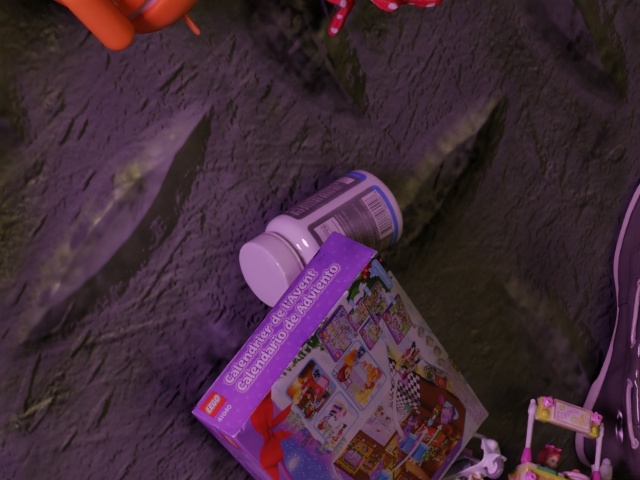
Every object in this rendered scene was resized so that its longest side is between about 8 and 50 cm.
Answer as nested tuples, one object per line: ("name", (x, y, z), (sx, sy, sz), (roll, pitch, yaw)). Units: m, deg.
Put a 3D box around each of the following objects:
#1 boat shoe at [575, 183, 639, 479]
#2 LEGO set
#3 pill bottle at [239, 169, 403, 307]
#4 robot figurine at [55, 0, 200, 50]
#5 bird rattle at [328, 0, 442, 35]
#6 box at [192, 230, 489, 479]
("boat shoe", (0.359, 0.091, 1.882), (0.112, 0.095, 0.335), (15, 89, -39))
("LEGO set", (0.252, 0.240, 1.814), (0.287, 0.132, 0.107), (33, 56, -40))
("pill bottle", (0.000, 0.000, 1.592), (0.137, 0.078, 0.078), (-32, 116, -30))
("robot figurine", (-0.172, -0.236, 1.383), (0.219, 0.158, 0.128), (24, 105, -39))
("bird rattle", (0.013, -0.304, 1.526), (0.253, 0.143, 0.207), (19, 69, -42))
("box", (0.027, 0.153, 1.601), (0.201, 0.057, 0.293), (-52, 140, -15))
